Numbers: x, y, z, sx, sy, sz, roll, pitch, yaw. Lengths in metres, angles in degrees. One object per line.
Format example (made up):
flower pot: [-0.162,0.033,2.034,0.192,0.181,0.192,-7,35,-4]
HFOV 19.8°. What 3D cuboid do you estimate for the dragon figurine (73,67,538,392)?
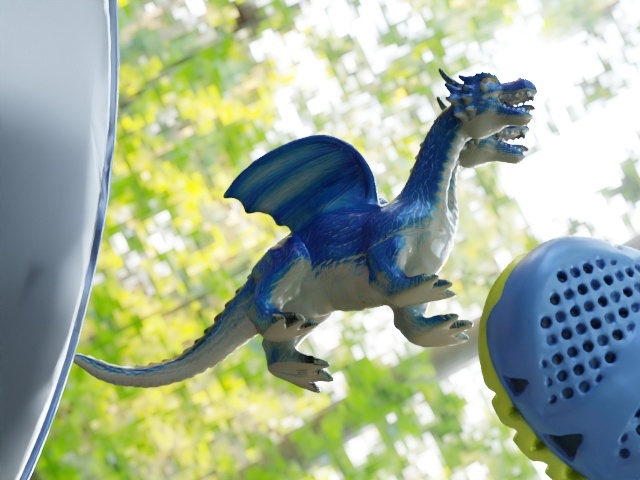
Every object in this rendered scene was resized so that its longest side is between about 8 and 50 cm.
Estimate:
dragon figurine: [0.000,0.000,1.051,0.085,0.289,0.144,57,17,-52]

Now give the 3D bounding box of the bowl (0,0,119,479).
bowl: [-0.172,-0.003,0.563,0.077,0.391,0.391,13,-37,17]

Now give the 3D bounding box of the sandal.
sandal: [0.218,0.099,0.862,0.317,0.126,0.138,33,-20,-11]
